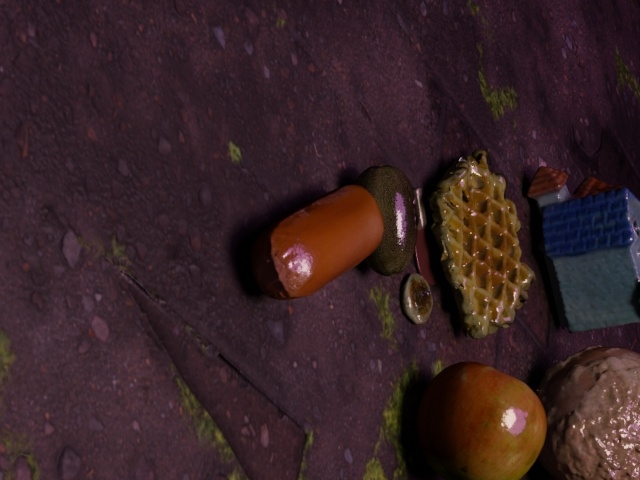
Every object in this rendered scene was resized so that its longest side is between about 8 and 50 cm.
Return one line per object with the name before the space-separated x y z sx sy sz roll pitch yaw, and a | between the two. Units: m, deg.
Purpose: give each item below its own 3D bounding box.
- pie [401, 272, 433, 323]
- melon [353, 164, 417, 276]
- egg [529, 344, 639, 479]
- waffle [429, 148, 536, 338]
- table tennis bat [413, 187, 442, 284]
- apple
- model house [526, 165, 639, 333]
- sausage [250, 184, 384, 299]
pie | 0.148 0.090 1.890 0.085 0.017 0.085 26 59 -53
melon | 0.092 -0.028 1.761 0.099 0.099 0.162 -3 87 -59
egg | 0.506 0.321 2.176 0.310 0.279 0.279 -50 124 -37
waffle | 0.264 0.006 2.058 0.317 0.073 0.297 -38 110 -55
table tennis bat | 0.165 -0.006 1.957 0.087 0.013 0.156 -11 92 -57
apple | 0.233 0.276 1.806 0.196 0.196 0.196 25 60 -53
model house | 0.550 -0.023 2.386 0.295 0.252 0.329 -36 106 -56
sausage | 0.000 0.001 1.599 0.274 0.105 0.105 -31 107 -57
